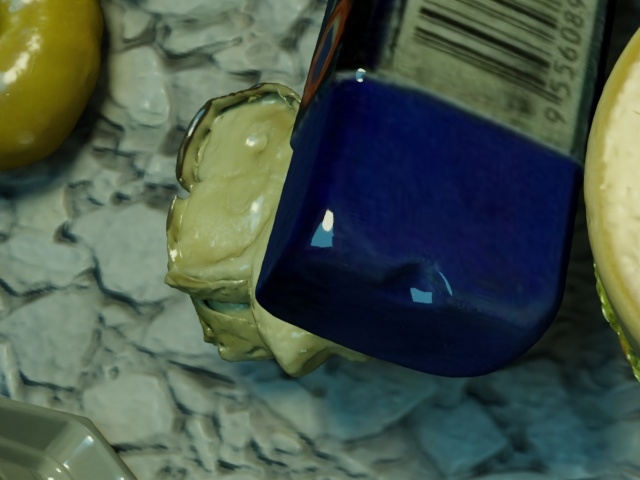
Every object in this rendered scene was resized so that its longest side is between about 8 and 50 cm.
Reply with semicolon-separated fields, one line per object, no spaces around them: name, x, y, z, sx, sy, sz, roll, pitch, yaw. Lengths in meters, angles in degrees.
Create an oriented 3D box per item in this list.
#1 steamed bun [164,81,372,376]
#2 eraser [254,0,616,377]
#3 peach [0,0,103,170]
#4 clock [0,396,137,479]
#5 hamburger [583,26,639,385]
steamed bun;0.000;0.000;1.062;0.178;0.106;0.192;-9;63;32
eraser;0.077;-0.091;0.960;0.101;0.155;0.332;128;160;-56
peach;-0.233;-0.133;1.232;0.179;0.103;0.179;-10;70;30
clock;-0.185;0.182;1.040;0.116;0.231;0.262;-48;58;5
hamburger;0.269;-0.019;0.866;0.300;0.176;0.300;-9;72;27
